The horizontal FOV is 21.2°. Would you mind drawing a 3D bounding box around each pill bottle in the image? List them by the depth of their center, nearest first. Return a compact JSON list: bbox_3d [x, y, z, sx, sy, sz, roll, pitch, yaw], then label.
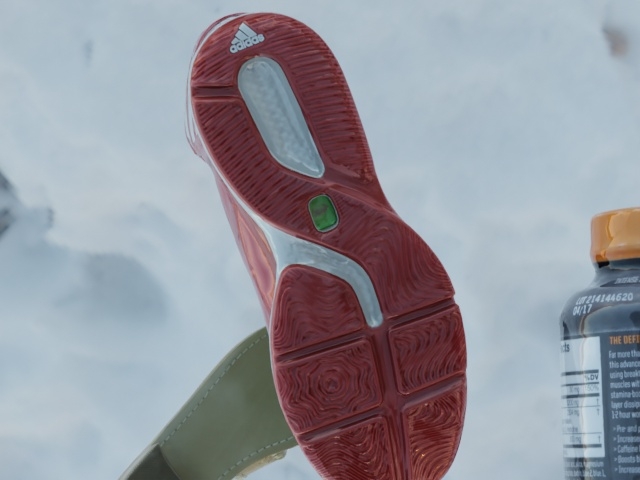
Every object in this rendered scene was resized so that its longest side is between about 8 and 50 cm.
[{"bbox_3d":[0.209,0.103,1.024,0.130,0.130,0.246,-4,83,27],"label":"pill bottle"}]

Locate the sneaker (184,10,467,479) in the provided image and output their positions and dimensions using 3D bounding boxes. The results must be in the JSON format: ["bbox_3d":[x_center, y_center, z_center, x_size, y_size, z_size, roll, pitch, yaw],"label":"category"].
[{"bbox_3d":[0.000,0.000,0.753,0.087,0.128,0.221,-16,104,-5],"label":"sneaker"}]

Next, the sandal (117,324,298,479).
[{"bbox_3d":[-0.072,0.137,1.224,0.088,0.240,0.079,53,151,-7],"label":"sandal"}]
